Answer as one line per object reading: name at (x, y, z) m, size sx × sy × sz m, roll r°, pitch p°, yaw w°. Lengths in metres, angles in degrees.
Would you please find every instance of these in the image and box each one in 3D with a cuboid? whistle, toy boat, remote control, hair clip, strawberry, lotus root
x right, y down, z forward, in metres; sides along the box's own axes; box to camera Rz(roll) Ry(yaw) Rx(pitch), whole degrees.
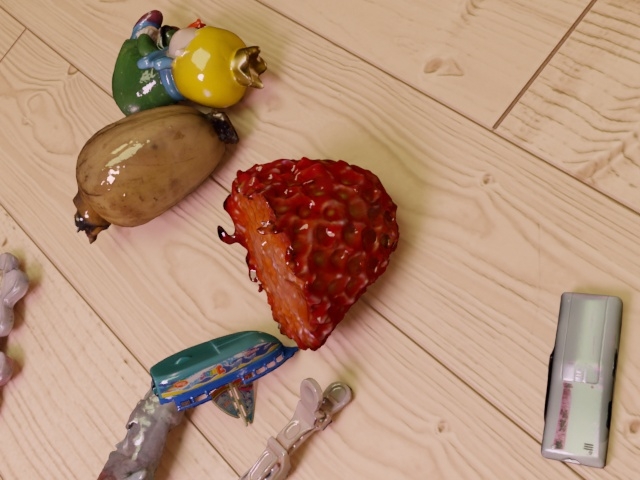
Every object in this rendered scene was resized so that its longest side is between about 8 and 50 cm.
whistle at (-0.253, 0.312, 0.908) m, size 0.134 × 0.142 × 0.346 m, roll 24°, pitch 72°, yaw 8°
toy boat at (-0.103, 0.167, 0.911) m, size 0.175 × 0.110 × 0.091 m, roll -21°, pitch 17°, yaw -16°
remote control at (0.254, 0.133, 0.767) m, size 0.065 × 0.029 × 0.166 m, roll 4°, pitch 72°, yaw 28°
hair clip at (-0.053, 0.242, 0.859) m, size 0.226 × 0.072 × 0.034 m, roll -52°, pitch 53°, yaw 1°
strawberry at (0.000, 0.000, 0.897) m, size 0.178 × 0.234 × 0.234 m, roll -24°, pitch 55°, yaw -18°
hair clip at (-0.493, 0.137, 1.140) m, size 0.146 × 0.075 × 0.257 m, roll -8°, pitch 73°, yaw 27°
lotus root at (-0.237, -0.105, 1.065) m, size 0.257 × 0.140 × 0.154 m, roll -31°, pitch 18°, yaw 2°

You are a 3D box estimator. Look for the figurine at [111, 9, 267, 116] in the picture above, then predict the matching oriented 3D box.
figurine at (-0.180, -0.265, 1.117) m, size 0.234 × 0.127 × 0.185 m, roll -14°, pitch 49°, yaw 33°
